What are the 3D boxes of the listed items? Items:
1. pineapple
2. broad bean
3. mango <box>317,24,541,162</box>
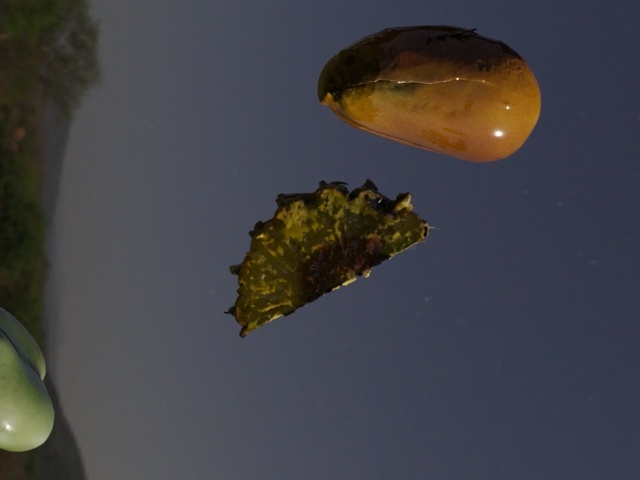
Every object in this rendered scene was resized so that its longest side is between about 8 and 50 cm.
[{"bbox_3d":[-0.001,0.001,1.523,0.161,0.334,0.158,58,-3,7],"label":"pineapple"},{"bbox_3d":[-0.317,0.119,0.994,0.228,0.100,0.169,26,-27,58],"label":"broad bean"},{"bbox_3d":[0.070,-0.103,0.702,0.105,0.159,0.084,10,-94,62],"label":"mango"}]
